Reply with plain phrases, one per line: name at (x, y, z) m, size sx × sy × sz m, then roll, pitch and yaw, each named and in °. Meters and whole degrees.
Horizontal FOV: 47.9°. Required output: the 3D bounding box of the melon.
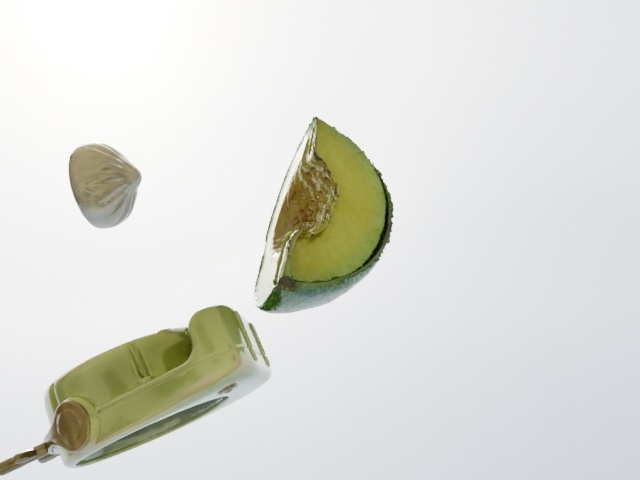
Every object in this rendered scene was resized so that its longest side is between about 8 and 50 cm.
melon at (0.000, 0.000, 0.917) m, size 0.129 × 0.169 × 0.265 m, roll 19°, pitch -127°, yaw -13°

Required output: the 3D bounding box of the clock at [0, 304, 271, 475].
clock at (-0.214, 0.183, 0.839) m, size 0.308 × 0.235 × 0.096 m, roll -25°, pitch -102°, yaw -3°

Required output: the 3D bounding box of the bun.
bun at (-0.325, -0.090, 1.129) m, size 0.094 × 0.138 × 0.138 m, roll -11°, pitch -124°, yaw 5°
